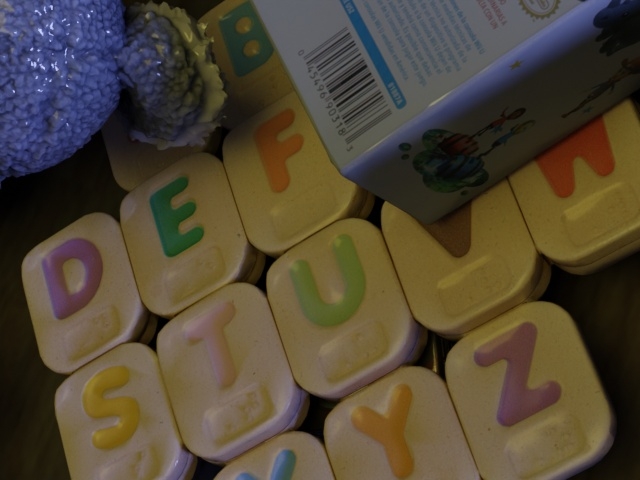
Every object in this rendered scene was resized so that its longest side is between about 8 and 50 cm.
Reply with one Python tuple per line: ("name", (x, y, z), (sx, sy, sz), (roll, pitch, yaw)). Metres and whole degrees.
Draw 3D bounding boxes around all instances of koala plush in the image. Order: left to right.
("koala plush", (-0.152, -0.084, 0.736), (0.221, 0.196, 0.203), (15, 97, 51))

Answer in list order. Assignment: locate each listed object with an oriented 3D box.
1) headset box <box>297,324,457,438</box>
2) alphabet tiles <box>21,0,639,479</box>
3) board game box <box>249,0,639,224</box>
("headset box", (0.025, 0.046, 0.731), (0.083, 0.032, 0.062), (-12, 76, 28))
("alphabet tiles", (0.000, 0.000, 0.726), (0.284, 0.021, 0.278), (-30, 58, 18))
("board game box", (0.102, -0.182, 0.655), (0.303, 0.097, 0.224), (-34, 64, 17))
